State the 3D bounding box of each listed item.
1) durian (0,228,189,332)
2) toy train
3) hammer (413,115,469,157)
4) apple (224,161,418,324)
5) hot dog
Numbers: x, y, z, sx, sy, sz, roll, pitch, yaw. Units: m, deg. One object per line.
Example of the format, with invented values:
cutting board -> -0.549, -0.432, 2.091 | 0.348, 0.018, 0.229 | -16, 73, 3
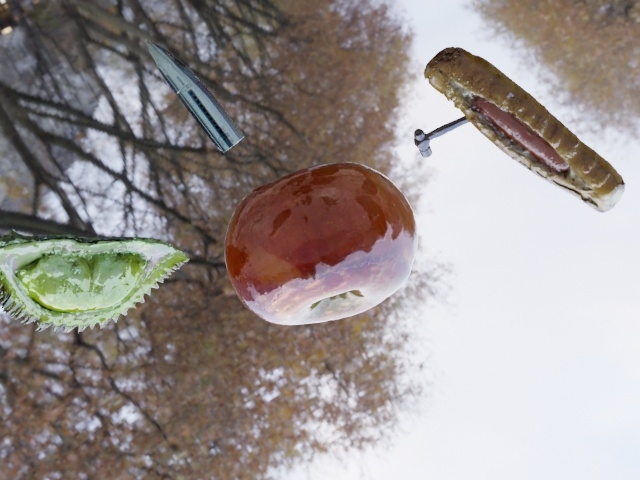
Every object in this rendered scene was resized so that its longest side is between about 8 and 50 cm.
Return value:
durian -> -0.385, 0.035, 1.319 | 0.351, 0.169, 0.158 | 4, -141, -40
toy train -> -0.240, -0.285, 1.686 | 0.048, 0.252, 0.055 | -32, -166, 23
hammer -> 0.233, -0.193, 1.431 | 0.178, 0.065, 0.021 | -26, -125, 0
apple -> 0.000, 0.000, 1.246 | 0.271, 0.206, 0.251 | -19, 163, 11
hot dog -> 0.253, -0.141, 1.080 | 0.083, 0.289, 0.068 | -44, 170, -48
